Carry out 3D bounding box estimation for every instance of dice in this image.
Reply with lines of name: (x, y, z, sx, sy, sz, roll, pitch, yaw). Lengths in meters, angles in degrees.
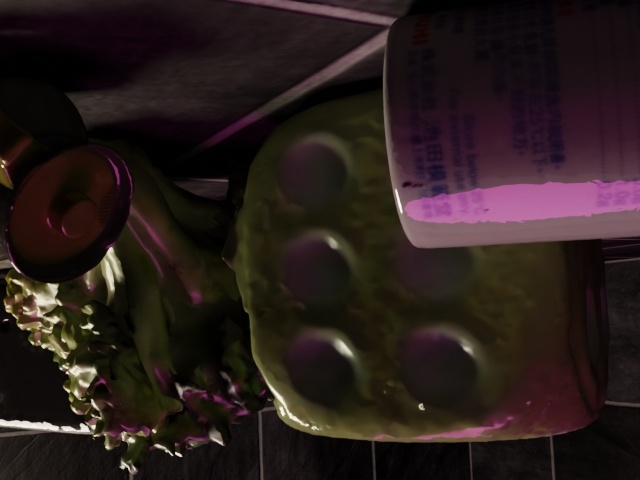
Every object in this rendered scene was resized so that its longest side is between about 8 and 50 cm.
dice: (0.092, 0.024, 0.649, 0.254, 0.252, 0.249, -8, 172, 26)

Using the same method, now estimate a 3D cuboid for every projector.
projector: (-0.410, 0.134, 1.269, 0.394, 0.242, 0.405, 1, -173, 10)

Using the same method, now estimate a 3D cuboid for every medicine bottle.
medicine bottle: (0.209, -0.070, 0.398, 0.340, 0.130, 0.130, -5, 174, 17)

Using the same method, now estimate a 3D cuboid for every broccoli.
broccoli: (-0.157, 0.017, 0.780, 0.293, 0.348, 0.281, -39, 147, -16)

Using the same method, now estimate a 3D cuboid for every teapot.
teapot: (-0.197, -0.047, 0.507, 0.119, 0.130, 0.166, 28, 157, 27)

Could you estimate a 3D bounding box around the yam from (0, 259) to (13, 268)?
yam: (-0.411, -0.007, 0.996, 0.259, 0.093, 0.093, -7, 173, 31)
